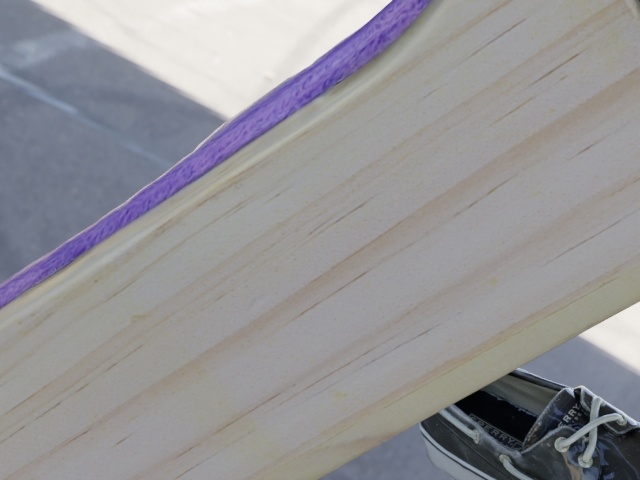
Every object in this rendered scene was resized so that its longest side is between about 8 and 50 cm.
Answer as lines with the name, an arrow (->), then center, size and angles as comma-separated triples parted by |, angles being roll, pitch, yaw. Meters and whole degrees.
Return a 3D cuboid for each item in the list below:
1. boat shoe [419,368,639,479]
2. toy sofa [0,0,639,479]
boat shoe -> 0.142, 0.123, 0.885 | 0.219, 0.070, 0.078 | 19, 48, 36
toy sofa -> 0.000, 0.000, 0.554 | 0.177, 0.362, 0.150 | 44, 28, -25
